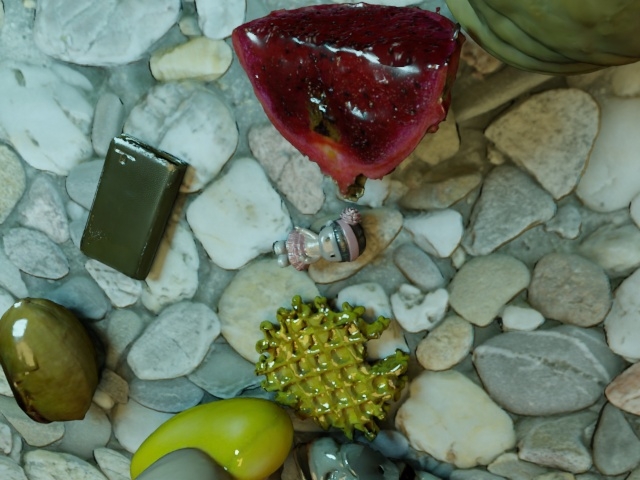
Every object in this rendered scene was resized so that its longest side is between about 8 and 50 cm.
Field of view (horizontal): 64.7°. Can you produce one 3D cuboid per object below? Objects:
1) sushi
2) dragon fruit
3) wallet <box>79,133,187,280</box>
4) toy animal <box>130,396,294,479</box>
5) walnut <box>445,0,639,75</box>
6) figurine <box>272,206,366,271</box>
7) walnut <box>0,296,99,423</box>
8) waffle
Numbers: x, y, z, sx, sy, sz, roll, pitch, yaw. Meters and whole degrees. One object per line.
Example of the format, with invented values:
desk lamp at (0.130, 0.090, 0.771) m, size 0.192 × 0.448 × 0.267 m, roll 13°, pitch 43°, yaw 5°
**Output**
sushi at (0.107, 0.399, 0.763) m, size 0.332 × 0.124 × 0.130 m, roll 36°, pitch 133°, yaw -17°
dragon fruit at (0.043, -0.155, 0.573) m, size 0.262 × 0.134 × 0.211 m, roll 26°, pitch 135°, yaw 28°
wallet at (-0.269, -0.044, 0.719) m, size 0.110 × 0.031 × 0.198 m, roll 28°, pitch 114°, yaw 0°
toy animal at (-0.131, 0.385, 0.717) m, size 0.278 × 0.345 × 0.246 m, roll -27°, pitch 100°, yaw 2°
walnut at (0.221, -0.273, 0.397) m, size 0.285 × 0.296 × 0.285 m, roll 26°, pitch 128°, yaw 38°
figurine at (0.000, 0.000, 0.679) m, size 0.129 × 0.054 × 0.072 m, roll -12°, pitch 95°, yaw 23°
walnut at (-0.425, 0.196, 0.795) m, size 0.137 × 0.137 × 0.245 m, roll -5°, pitch 111°, yaw 13°
waffle at (0.012, 0.191, 0.753) m, size 0.232 × 0.051 × 0.228 m, roll 17°, pitch 117°, yaw 4°
